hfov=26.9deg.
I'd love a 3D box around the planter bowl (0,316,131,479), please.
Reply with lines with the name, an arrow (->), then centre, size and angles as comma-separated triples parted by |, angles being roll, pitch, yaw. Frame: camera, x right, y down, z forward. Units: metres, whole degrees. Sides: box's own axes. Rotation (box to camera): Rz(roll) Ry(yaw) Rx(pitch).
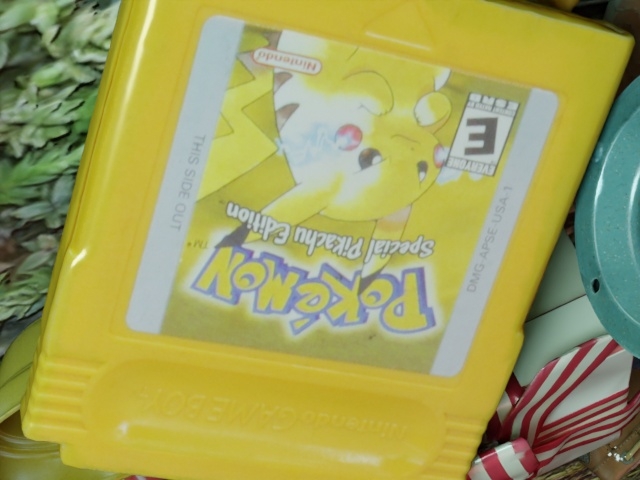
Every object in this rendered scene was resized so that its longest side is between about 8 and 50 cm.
planter bowl -> -0.175, 0.107, 1.020 | 0.217, 0.090, 0.217 | -20, 154, -10

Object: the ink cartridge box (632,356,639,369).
ink cartridge box -> 0.418, 0.002, 1.105 | 0.270, 0.151, 0.395 | -11, 171, -11

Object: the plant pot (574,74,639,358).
plant pot -> 0.274, -0.010, 0.768 | 0.196, 0.293, 0.293 | 5, 141, -29

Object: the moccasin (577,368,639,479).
moccasin -> 0.434, 0.143, 1.507 | 0.380, 0.147, 0.139 | -28, 162, -28

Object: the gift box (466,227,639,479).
gift box -> 0.109, 0.071, 1.015 | 0.276, 0.258, 0.255 | -26, 154, 3

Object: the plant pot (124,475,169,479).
plant pot -> -0.141, 0.287, 1.269 | 0.191, 0.191, 0.174 | -41, 146, 28

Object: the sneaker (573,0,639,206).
sneaker -> 0.272, -0.137, 0.968 | 0.121, 0.108, 0.302 | -26, 156, -27

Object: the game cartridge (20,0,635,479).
game cartridge -> 0.000, 0.000, 0.766 | 0.285, 0.052, 0.323 | 10, 109, -20

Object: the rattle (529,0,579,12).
rattle -> 0.064, -0.133, 0.823 | 0.200, 0.130, 0.142 | 2, 140, 3
